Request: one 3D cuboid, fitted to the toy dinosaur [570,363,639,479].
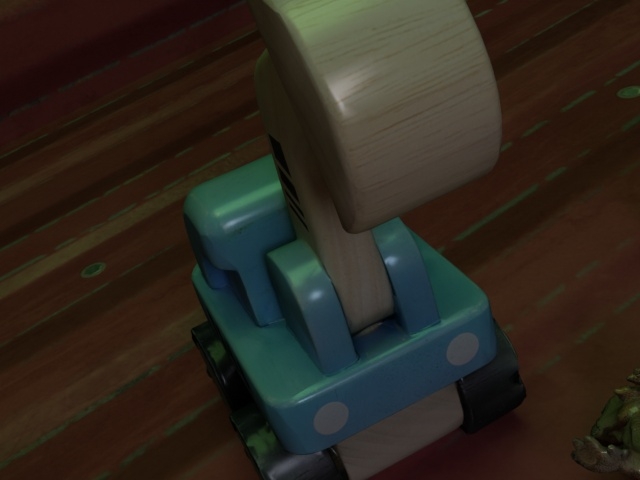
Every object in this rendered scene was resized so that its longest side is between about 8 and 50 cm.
[{"bbox_3d":[0.291,0.145,0.577,0.296,0.127,0.200,17,38,38],"label":"toy dinosaur"}]

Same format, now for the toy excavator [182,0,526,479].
[{"bbox_3d":[0.000,0.000,0.650,0.222,0.445,0.433,-26,30,-11],"label":"toy excavator"}]
